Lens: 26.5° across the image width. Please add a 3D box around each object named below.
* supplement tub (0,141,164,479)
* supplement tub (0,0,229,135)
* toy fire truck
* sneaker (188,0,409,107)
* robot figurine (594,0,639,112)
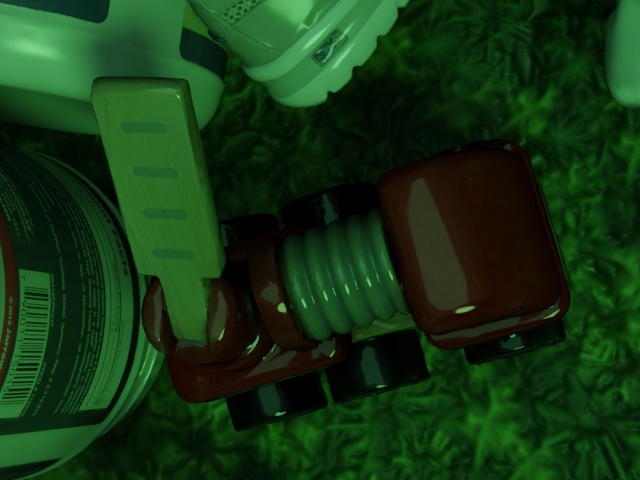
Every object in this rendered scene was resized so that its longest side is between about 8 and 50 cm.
[{"bbox_3d":[-0.203,0.036,0.709,0.191,0.272,0.191,-1,85,14],"label":"supplement tub"},{"bbox_3d":[-0.144,-0.228,0.741,0.228,0.228,0.316,8,87,14],"label":"supplement tub"},{"bbox_3d":[0.000,0.000,0.676,0.217,0.246,0.158,-17,82,12],"label":"toy fire truck"},{"bbox_3d":[0.026,-0.206,0.652,0.115,0.105,0.281,32,86,-28],"label":"sneaker"},{"bbox_3d":[0.222,-0.234,0.666,0.300,0.199,0.353,2,86,48],"label":"robot figurine"}]
